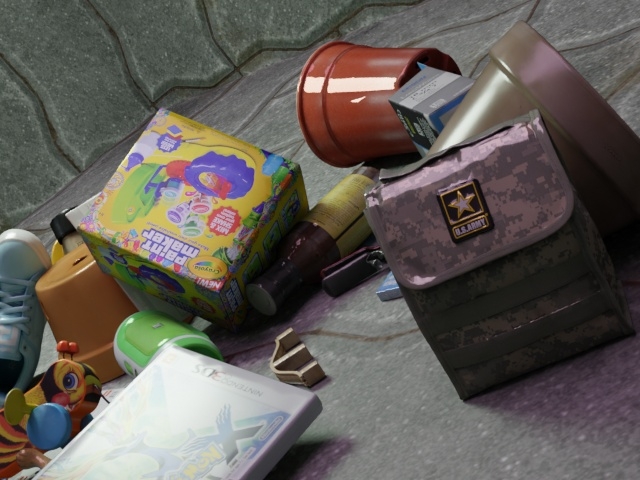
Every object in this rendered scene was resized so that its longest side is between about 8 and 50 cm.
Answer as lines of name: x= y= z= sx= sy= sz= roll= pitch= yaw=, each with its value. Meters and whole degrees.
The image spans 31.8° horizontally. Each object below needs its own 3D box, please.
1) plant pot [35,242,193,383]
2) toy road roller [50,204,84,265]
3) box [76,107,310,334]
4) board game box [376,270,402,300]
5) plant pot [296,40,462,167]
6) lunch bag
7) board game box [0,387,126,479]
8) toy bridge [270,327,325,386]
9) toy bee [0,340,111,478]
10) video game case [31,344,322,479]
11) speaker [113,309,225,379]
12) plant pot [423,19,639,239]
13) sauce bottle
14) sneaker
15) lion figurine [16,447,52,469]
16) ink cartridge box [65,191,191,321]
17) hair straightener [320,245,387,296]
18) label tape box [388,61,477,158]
plant pot: x=-0.415 y=0.116 z=2.183 sx=0.291 sy=0.203 sz=0.291 roll=-29 pitch=18 yaw=10
toy road roller: x=-0.429 y=0.013 z=2.472 sx=0.330 sy=0.202 sz=0.240 roll=-25 pitch=-12 yaw=-20
box: x=-0.215 y=-0.035 z=1.982 sx=0.290 sy=0.177 sz=0.279 roll=23 pitch=66 yaw=17
board game box: x=0.143 y=0.054 z=1.758 sx=0.090 sy=0.020 sz=0.090 roll=-16 pitch=25 yaw=38
plant pot: x=0.139 y=-0.284 z=2.309 sx=0.265 sy=0.272 sz=0.272 roll=4 pitch=38 yaw=47
lunch bag: x=0.210 y=0.010 z=1.347 sx=0.235 sy=0.287 sz=0.169 roll=-24 pitch=19 yaw=17
board game box: x=-0.453 y=0.361 z=1.841 sx=0.193 sy=0.053 sz=0.305 roll=-12 pitch=26 yaw=42
toy bridge: x=-0.045 y=0.183 z=1.707 sx=0.063 sy=0.026 sz=0.188 roll=-34 pitch=18 yaw=-5
toy bee: x=-0.398 y=0.247 z=1.738 sx=0.298 sy=0.162 sz=0.195 roll=-18 pitch=-19 yaw=-8
video game case: x=-0.205 y=0.284 z=1.474 sx=0.300 sy=0.036 sz=0.329 roll=12 pitch=47 yaw=42
speaker: x=-0.252 y=0.194 z=1.850 sx=0.131 sy=0.131 sz=0.296 roll=-37 pitch=19 yaw=-16
plant pot: x=0.276 y=-0.086 z=1.525 sx=0.280 sy=0.323 sz=0.323 roll=-43 pitch=16 yaw=11
sauce bottle: x=0.000 y=0.000 z=1.978 sx=0.111 sy=0.111 sz=0.344 roll=-8 pitch=28 yaw=50
sneaker: x=-0.601 y=0.163 z=2.224 sx=0.135 sy=0.365 sz=0.150 roll=3 pitch=26 yaw=-8
lion figurine: x=-0.420 y=0.412 z=1.529 sx=0.392 sy=0.142 sz=0.240 roll=-31 pitch=30 yaw=-17
ink cartridge box: x=-0.291 y=0.002 z=2.128 sx=0.261 sy=0.296 sz=0.066 roll=-36 pitch=-5 yaw=-22
hair straightener: x=0.107 y=0.033 z=1.850 sx=0.231 sy=0.047 sz=0.089 roll=-24 pitch=19 yaw=8
label tape box: x=0.223 y=-0.150 z=1.819 sx=0.106 sy=0.240 sz=0.333 roll=-34 pitch=18 yaw=-3
